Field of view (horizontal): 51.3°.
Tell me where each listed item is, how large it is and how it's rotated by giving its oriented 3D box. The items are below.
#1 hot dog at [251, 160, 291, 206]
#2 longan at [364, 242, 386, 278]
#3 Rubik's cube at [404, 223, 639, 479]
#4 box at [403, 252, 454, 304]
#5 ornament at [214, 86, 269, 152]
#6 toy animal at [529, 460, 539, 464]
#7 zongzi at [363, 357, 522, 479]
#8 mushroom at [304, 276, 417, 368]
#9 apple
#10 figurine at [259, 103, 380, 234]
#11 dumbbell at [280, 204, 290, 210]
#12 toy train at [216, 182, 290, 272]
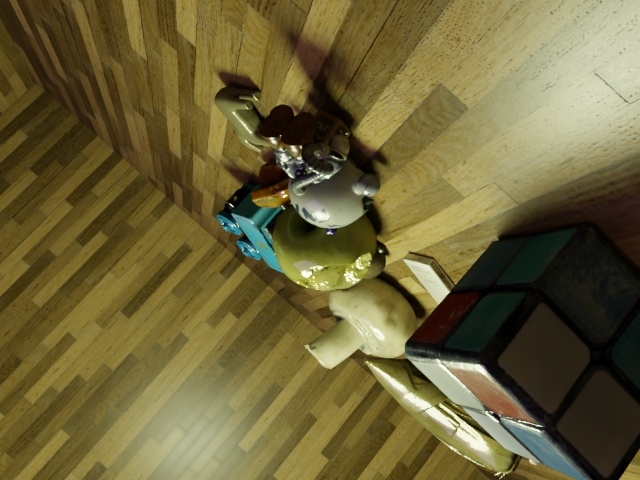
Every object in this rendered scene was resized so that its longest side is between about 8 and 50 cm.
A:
[{"bbox_3d":[-0.104,-0.152,1.820,0.100,0.135,0.337,23,172,-19],"label":"hot dog"},{"bbox_3d":[0.137,0.049,1.873,0.106,0.106,0.119,40,126,3],"label":"longan"},{"bbox_3d":[0.398,0.192,1.182,0.313,0.318,0.316,45,164,-8],"label":"Rubik's cube"},{"bbox_3d":[0.306,0.113,1.748,0.198,0.029,0.109,50,163,-26],"label":"box"},{"bbox_3d":[-0.186,-0.301,1.716,0.245,0.061,0.230,22,159,48],"label":"ornament"},{"bbox_3d":[0.606,0.507,1.871,0.171,0.171,0.197,50,-162,-32],"label":"toy animal"},{"bbox_3d":[0.405,0.562,2.088,0.467,0.218,0.500,21,-171,-35],"label":"zongzi"},{"bbox_3d":[0.120,0.277,2.095,0.314,0.336,0.314,48,166,16],"label":"mushroom"},{"bbox_3d":[0.010,0.005,1.741,0.279,0.279,0.279,38,165,12],"label":"apple"},{"bbox_3d":[-0.003,-0.157,1.451,0.261,0.186,0.382,39,171,31],"label":"figurine"},{"bbox_3d":[0.000,0.000,1.961,0.325,0.143,0.143,45,165,-15],"label":"dumbbell"},{"bbox_3d":[-0.188,-0.048,2.240,0.265,0.188,0.300,20,152,43],"label":"toy train"}]
